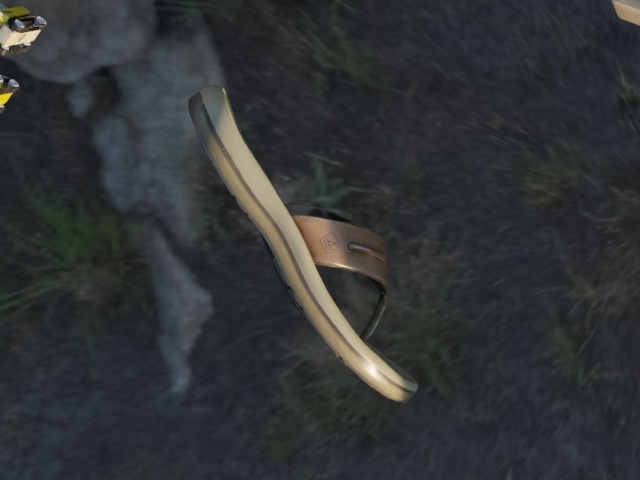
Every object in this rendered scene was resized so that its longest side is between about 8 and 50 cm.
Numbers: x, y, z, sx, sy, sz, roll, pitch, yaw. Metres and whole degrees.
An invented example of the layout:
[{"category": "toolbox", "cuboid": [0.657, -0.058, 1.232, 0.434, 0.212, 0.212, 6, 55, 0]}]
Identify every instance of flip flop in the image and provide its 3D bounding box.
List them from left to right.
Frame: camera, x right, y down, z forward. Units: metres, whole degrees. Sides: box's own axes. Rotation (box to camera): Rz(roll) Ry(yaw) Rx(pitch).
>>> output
[{"category": "flip flop", "cuboid": [0.000, 0.000, 1.260, 0.080, 0.112, 0.277, -32, 100, -4]}]

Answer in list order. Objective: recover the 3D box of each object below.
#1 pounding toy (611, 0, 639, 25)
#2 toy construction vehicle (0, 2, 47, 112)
[{"category": "pounding toy", "cuboid": [0.296, -0.228, 1.385, 0.141, 0.100, 0.130, 23, 92, 15]}, {"category": "toy construction vehicle", "cuboid": [-0.219, -0.114, 1.095, 0.035, 0.098, 0.086, 45, 118, 10]}]
